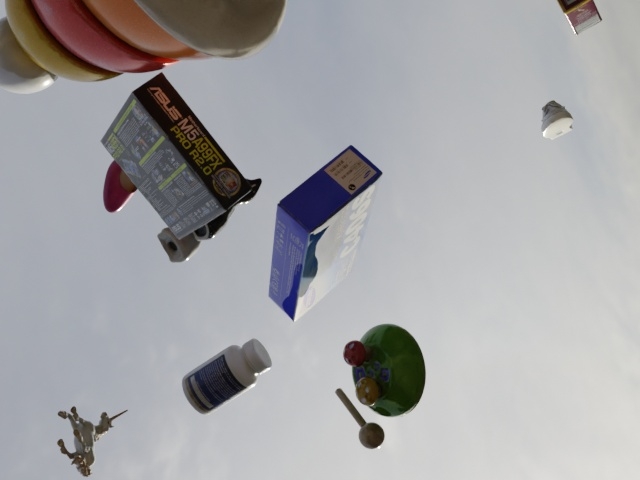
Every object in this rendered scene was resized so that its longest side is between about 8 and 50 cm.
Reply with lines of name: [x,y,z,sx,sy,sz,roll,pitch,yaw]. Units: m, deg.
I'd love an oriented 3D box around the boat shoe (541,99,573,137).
boat shoe: [0.468,-0.247,1.648,0.184,0.066,0.063,-7,-110,-65]

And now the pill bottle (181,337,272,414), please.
pill bottle: [-0.184,0.268,1.647,0.094,0.169,0.094,53,-168,-16]

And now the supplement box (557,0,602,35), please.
supplement box: [0.359,-0.335,1.160,0.083,0.043,0.055,19,-133,-60]

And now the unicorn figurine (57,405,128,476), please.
unicorn figurine: [-0.399,0.331,1.403,0.162,0.060,0.111,-85,-24,-45]

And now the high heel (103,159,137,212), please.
high heel: [-0.380,-0.157,1.781,0.082,0.117,0.244,35,-96,-52]

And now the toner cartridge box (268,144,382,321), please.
toner cartridge box: [0.000,0.000,1.402,0.165,0.348,0.075,-39,-108,-22]

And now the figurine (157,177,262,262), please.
figurine: [-0.248,-0.054,1.898,0.092,0.215,0.209,53,-133,-1]

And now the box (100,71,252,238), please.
box: [-0.234,-0.121,1.296,0.060,0.270,0.216,-41,-82,-25]

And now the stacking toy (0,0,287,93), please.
stacking toy: [-0.317,-0.341,1.142,0.350,0.480,0.351,29,-128,-45]

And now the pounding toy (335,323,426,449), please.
pounding toy: [0.088,0.273,1.594,0.110,0.237,0.183,4,-146,-41]
